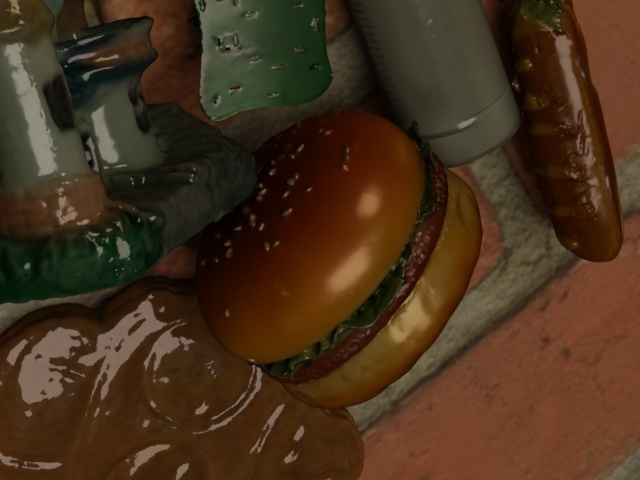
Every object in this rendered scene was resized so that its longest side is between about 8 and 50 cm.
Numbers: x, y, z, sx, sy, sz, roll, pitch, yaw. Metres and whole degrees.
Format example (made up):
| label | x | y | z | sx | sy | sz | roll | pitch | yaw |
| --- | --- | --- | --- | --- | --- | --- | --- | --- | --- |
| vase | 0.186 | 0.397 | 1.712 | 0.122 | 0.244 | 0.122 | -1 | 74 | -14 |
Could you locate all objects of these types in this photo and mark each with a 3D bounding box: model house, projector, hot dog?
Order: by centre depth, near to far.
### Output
| label | x | y | z | sx | sy | sz | roll | pitch | yaw |
| --- | --- | --- | --- | --- | --- | --- | --- | --- | --- |
| model house | -0.200 | -0.144 | 1.103 | 0.194 | 0.267 | 0.325 | -8 | 104 | 21 |
| model house | -0.062 | -0.190 | 1.258 | 0.117 | 0.088 | 0.167 | -15 | 113 | -20 |
| projector | 0.062 | -0.221 | 1.294 | 0.108 | 0.108 | 0.337 | -30 | 119 | -12 |
| hot dog | 0.210 | -0.109 | 1.405 | 0.072 | 0.115 | 0.269 | -12 | 109 | 15 |

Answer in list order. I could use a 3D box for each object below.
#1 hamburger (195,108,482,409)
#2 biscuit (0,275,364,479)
| label | x | y | z | sx | sy | sz | roll | pitch | yaw |
| --- | --- | --- | --- | --- | --- | --- | --- | --- | --- |
| hamburger | -0.001 | 0.001 | 1.272 | 0.170 | 0.246 | 0.246 | 36 | 92 | -28 |
| biscuit | -0.120 | 0.166 | 1.390 | 0.376 | 0.051 | 0.269 | 12 | 105 | -29 |
